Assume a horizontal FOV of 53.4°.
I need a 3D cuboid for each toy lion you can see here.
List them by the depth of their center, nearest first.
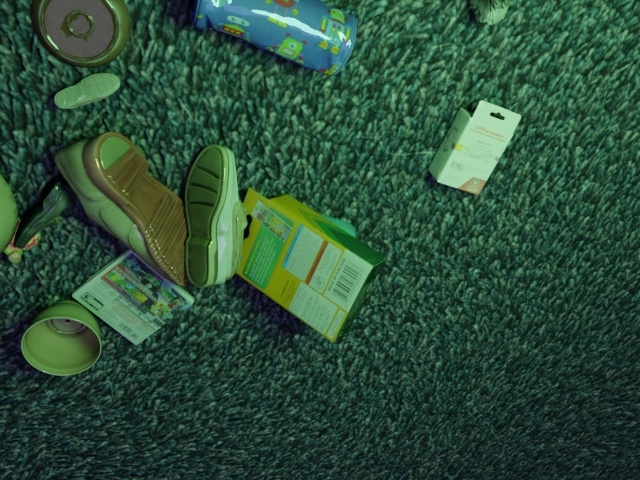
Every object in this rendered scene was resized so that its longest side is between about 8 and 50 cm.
[{"bbox_3d":[-0.637,-0.010,1.314,0.100,0.034,0.096,28,104,-26],"label":"toy lion"}]

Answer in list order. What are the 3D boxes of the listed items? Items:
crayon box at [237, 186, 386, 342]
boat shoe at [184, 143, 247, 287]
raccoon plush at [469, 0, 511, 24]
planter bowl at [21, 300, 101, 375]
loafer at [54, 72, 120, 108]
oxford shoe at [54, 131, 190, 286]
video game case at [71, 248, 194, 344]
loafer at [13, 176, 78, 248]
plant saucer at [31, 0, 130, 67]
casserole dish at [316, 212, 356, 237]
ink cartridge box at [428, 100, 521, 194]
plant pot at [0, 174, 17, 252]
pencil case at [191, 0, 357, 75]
[{"bbox_3d":[-0.044,0.042,1.379,0.323,0.083,0.203,33,116,17],"label":"crayon box"},{"bbox_3d":[-0.216,-0.054,1.344,0.103,0.113,0.302,-10,116,-50],"label":"boat shoe"},{"bbox_3d":[0.415,-0.643,1.132,0.299,0.216,0.446,-22,154,-15],"label":"raccoon plush"},{"bbox_3d":[-0.566,0.202,1.410,0.162,0.109,0.162,-6,123,-10],"label":"planter bowl"},{"bbox_3d":[-0.435,-0.279,1.196,0.125,0.039,0.045,-21,90,-3],"label":"loafer"},{"bbox_3d":[-0.383,-0.055,1.310,0.146,0.140,0.397,-2,133,26],"label":"oxford shoe"},{"bbox_3d":[-0.424,0.129,1.452,0.183,0.023,0.201,-36,121,10],"label":"video game case"},{"bbox_3d":[-0.554,-0.046,1.285,0.170,0.062,0.061,-48,129,9],"label":"loafer"},{"bbox_3d":[-0.426,-0.388,1.133,0.168,0.029,0.169,-6,121,-10],"label":"plant saucer"},{"bbox_3d":[0.000,0.000,1.464,0.188,0.037,0.114,16,116,-23],"label":"casserole dish"},{"bbox_3d":[0.336,-0.212,1.396,0.115,0.067,0.198,15,118,-21],"label":"ink cartridge box"},{"bbox_3d":[-0.712,-0.009,1.128,0.256,0.274,0.257,-3,114,-7],"label":"plant pot"},{"bbox_3d":[-0.089,-0.396,1.152,0.306,0.119,0.133,14,147,-21],"label":"pencil case"}]
